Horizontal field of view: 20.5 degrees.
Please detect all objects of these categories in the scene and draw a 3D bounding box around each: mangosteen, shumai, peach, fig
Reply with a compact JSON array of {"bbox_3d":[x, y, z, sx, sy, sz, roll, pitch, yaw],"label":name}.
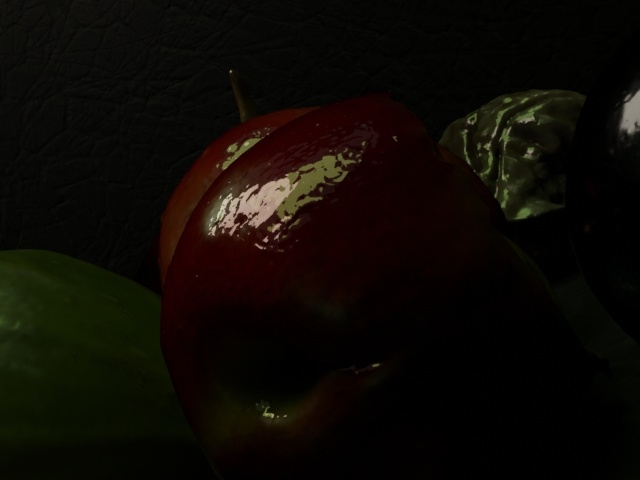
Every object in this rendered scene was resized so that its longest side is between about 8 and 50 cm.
[{"bbox_3d":[0.247,-0.024,0.945,0.243,0.243,0.243,-29,4,2],"label":"mangosteen"},{"bbox_3d":[0.180,-0.046,1.770,0.218,0.184,0.185,-6,17,43],"label":"shumai"},{"bbox_3d":[0.057,0.035,1.136,0.281,0.281,0.338,-26,0,39],"label":"peach"},{"bbox_3d":[-0.183,0.148,1.274,0.316,0.316,0.316,-29,4,2],"label":"fig"}]

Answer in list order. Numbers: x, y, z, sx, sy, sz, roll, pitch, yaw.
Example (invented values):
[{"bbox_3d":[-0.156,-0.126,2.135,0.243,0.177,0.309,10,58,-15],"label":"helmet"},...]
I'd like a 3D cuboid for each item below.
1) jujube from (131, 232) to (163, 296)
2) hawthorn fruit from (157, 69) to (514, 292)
[{"bbox_3d":[-0.025,0.040,1.849,0.376,0.258,0.258,-25,2,-22],"label":"jujube"},{"bbox_3d":[0.000,0.000,1.432,0.287,0.330,0.287,-27,-16,-8],"label":"hawthorn fruit"}]
